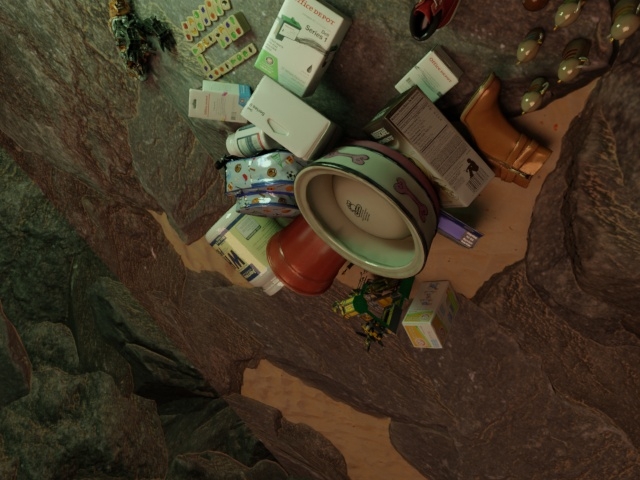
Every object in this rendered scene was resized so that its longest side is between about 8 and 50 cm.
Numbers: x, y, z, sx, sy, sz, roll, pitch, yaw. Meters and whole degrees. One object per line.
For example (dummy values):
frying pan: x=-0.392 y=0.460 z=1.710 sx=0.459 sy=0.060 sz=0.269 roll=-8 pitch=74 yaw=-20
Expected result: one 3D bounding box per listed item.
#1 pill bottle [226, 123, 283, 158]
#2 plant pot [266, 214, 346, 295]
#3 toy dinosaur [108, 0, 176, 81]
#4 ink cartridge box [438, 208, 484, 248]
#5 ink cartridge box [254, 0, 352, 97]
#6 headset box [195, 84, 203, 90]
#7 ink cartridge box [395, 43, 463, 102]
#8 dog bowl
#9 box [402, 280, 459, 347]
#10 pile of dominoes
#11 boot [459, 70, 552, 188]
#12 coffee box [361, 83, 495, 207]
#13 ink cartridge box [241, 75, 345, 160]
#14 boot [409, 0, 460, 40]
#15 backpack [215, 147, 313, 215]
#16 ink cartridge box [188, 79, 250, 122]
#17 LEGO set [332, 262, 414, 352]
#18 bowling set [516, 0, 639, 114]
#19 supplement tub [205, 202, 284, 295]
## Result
pill bottle: x=-0.214 y=-0.322 z=1.576 sx=0.180 sy=0.108 sz=0.108 roll=-4 pitch=123 yaw=38
plant pot: x=0.000 y=0.000 z=1.617 sx=0.272 sy=0.272 sz=0.265 roll=41 pitch=130 yaw=-2
toy dinosaur: x=-0.604 y=-0.654 z=1.539 sx=0.218 sy=0.164 sz=0.322 roll=32 pitch=162 yaw=31
ink cartridge box: x=0.334 y=-0.050 z=1.372 sx=0.223 sy=0.224 sz=0.045 roll=32 pitch=93 yaw=8
ink cartridge box: x=-0.045 y=-0.506 z=1.251 sx=0.160 sy=0.092 sz=0.219 roll=34 pitch=116 yaw=4
headset box: x=-0.362 y=-0.474 z=1.581 sx=0.083 sy=0.062 sz=0.032 roll=29 pitch=137 yaw=11
ink cartridge box: x=0.269 y=-0.397 z=1.208 sx=0.099 sy=0.056 sz=0.135 roll=45 pitch=139 yaw=-8
dog bowl: x=0.132 y=-0.088 z=1.297 sx=0.408 sy=0.150 sz=0.408 roll=31 pitch=155 yaw=17
box: x=0.363 y=0.240 z=1.594 sx=0.103 sy=0.203 sz=0.114 roll=-8 pitch=121 yaw=39
pile of dominoes: x=-0.316 y=-0.601 z=1.453 sx=0.251 sy=0.040 sz=0.196 roll=-14 pitch=117 yaw=41
boot: x=0.439 y=-0.247 z=1.156 sx=0.220 sy=0.109 sz=0.283 roll=32 pitch=150 yaw=17
coffee box: x=0.265 y=-0.224 z=1.221 sx=0.297 sy=0.119 sz=0.168 roll=44 pitch=173 yaw=-11
ink cartridge box: x=-0.062 y=-0.318 z=1.329 sx=0.211 sy=0.289 sz=0.122 roll=35 pitch=102 yaw=3
boot: x=0.257 y=-0.542 z=1.001 sx=0.088 sy=0.176 sz=0.244 roll=28 pitch=136 yaw=14
backpack: x=-0.136 y=-0.178 z=1.493 sx=0.263 sy=0.276 sz=0.213 roll=-15 pitch=82 yaw=38
ink cartridge box: x=-0.314 y=-0.431 z=1.515 sx=0.181 sy=0.062 sz=0.104 roll=2 pitch=138 yaw=-16
LEGO set: x=0.155 y=0.188 z=1.640 sx=0.255 sy=0.331 sz=0.192 roll=31 pitch=144 yaw=-23
bowling set: x=0.464 y=-0.410 z=0.987 sx=0.200 sy=0.154 sz=0.287 roll=39 pitch=138 yaw=-1
supplement tub: x=-0.233 y=0.021 z=1.796 sx=0.325 sy=0.235 sz=0.235 roll=46 pitch=138 yaw=-8
